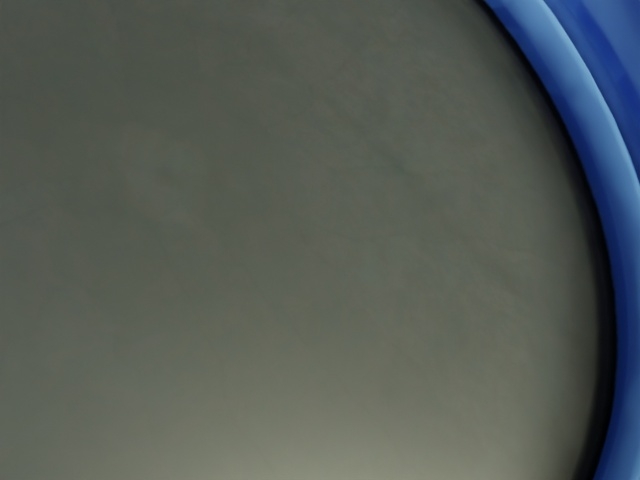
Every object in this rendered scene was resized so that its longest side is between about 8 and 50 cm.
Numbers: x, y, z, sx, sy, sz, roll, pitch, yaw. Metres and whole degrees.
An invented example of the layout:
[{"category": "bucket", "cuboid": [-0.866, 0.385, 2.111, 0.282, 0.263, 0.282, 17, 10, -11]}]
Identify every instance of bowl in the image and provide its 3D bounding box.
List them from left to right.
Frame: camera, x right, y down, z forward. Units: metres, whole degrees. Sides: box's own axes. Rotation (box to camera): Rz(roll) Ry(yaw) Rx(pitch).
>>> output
[{"category": "bowl", "cuboid": [-0.035, -0.031, 0.428, 0.391, 0.391, 0.077, 21, 145, -16]}]

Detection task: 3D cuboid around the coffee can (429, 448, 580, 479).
[{"category": "coffee can", "cuboid": [-0.059, 0.087, 0.523, 0.275, 0.201, 0.201, 26, 114, -14]}]
